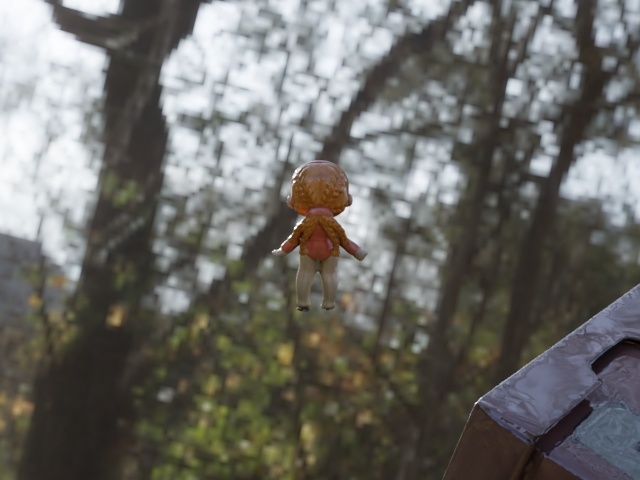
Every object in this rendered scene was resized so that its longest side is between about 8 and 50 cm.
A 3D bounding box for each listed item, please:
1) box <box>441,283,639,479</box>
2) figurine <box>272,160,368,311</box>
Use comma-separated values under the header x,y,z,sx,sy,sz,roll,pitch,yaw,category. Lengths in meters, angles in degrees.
x,y,z,sx,sy,sz,roll,pitch,yaw,category
0.119,0.150,0.908,0.086,0.215,0.215,32,29,21,box
0.000,0.000,1.228,0.064,0.109,0.047,1,26,-1,figurine
